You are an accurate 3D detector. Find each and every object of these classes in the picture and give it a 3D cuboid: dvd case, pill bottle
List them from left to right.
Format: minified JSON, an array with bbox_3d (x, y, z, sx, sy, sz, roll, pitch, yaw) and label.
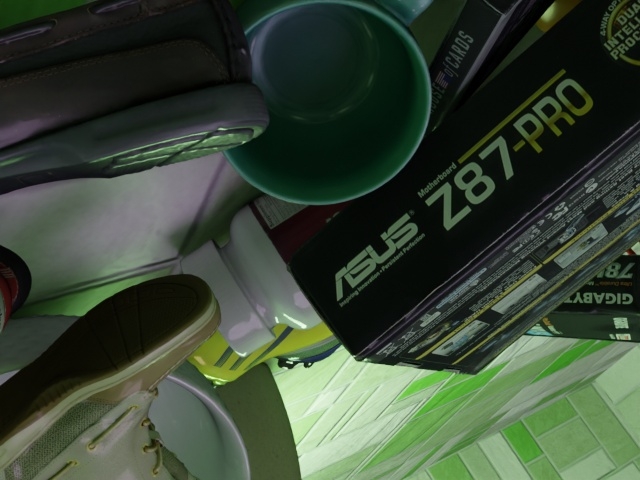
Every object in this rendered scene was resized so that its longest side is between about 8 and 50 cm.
[{"bbox_3d":[0.000,0.000,0.793,0.221,0.121,0.121,-33,158,-2],"label":"pill bottle"},{"bbox_3d":[0.152,-0.186,0.596,0.238,0.030,0.179,-49,175,-15],"label":"dvd case"}]

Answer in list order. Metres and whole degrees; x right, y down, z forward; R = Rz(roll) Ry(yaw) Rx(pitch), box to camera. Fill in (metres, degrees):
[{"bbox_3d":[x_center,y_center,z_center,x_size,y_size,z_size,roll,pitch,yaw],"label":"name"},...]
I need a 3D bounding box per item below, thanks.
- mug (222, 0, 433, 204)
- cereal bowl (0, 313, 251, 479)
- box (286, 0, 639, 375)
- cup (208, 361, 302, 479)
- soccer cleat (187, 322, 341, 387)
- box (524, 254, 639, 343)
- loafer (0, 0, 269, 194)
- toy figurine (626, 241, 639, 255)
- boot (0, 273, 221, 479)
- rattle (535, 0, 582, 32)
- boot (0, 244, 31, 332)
[{"bbox_3d":[0.010,-0.104,0.575,0.158,0.097,0.129,-17,118,5],"label":"mug"},{"bbox_3d":[-0.239,0.199,0.777,0.339,0.141,0.338,-12,122,-20],"label":"cereal bowl"},{"bbox_3d":[0.202,-0.055,0.683,0.395,0.097,0.318,-42,156,12],"label":"box"},{"bbox_3d":[-0.151,0.336,1.136,0.331,0.237,0.331,-27,157,-12],"label":"cup"},{"bbox_3d":[-0.056,0.074,0.928,0.121,0.093,0.289,-52,155,19],"label":"soccer cleat"},{"bbox_3d":[0.225,0.068,1.076,0.294,0.073,0.295,2,171,19],"label":"box"},{"bbox_3d":[-0.182,-0.067,0.472,0.303,0.095,0.109,-13,178,-12],"label":"loafer"},{"bbox_3d":[0.269,-0.023,1.043,0.217,0.191,0.362,-28,157,-1],"label":"toy figurine"},{"bbox_3d":[-0.128,0.132,0.659,0.213,0.077,0.165,-36,126,4],"label":"boot"},{"bbox_3d":[0.259,-0.233,0.785,0.199,0.143,0.130,-48,-170,-2],"label":"rattle"},{"bbox_3d":[-0.299,0.041,0.534,0.245,0.088,0.176,-3,-174,-11],"label":"boot"}]
